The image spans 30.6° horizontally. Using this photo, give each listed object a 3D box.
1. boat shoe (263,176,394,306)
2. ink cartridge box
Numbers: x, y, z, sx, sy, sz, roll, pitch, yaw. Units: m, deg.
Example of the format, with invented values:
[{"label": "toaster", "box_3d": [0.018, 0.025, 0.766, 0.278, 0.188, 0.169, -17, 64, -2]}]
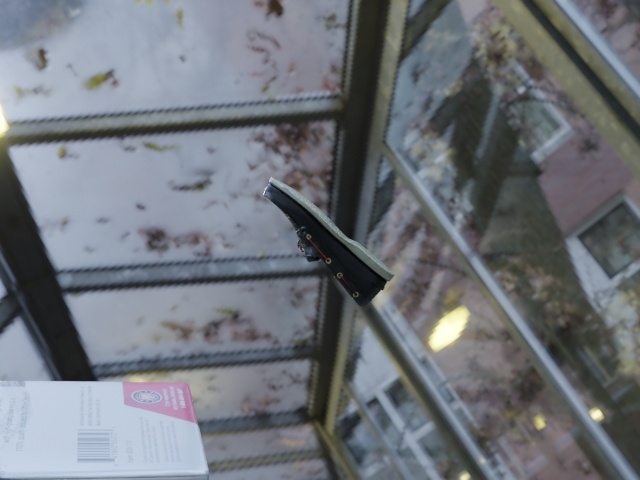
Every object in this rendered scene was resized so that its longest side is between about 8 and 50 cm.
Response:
[{"label": "boat shoe", "box_3d": [0.000, 0.000, 0.969, 0.042, 0.133, 0.049, -48, -8, 8]}, {"label": "ink cartridge box", "box_3d": [-0.244, 0.203, 0.980, 0.283, 0.207, 0.117, 2, -76, -11]}]
